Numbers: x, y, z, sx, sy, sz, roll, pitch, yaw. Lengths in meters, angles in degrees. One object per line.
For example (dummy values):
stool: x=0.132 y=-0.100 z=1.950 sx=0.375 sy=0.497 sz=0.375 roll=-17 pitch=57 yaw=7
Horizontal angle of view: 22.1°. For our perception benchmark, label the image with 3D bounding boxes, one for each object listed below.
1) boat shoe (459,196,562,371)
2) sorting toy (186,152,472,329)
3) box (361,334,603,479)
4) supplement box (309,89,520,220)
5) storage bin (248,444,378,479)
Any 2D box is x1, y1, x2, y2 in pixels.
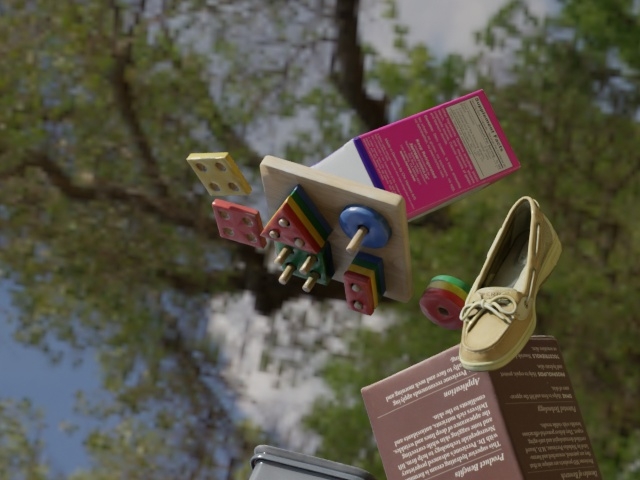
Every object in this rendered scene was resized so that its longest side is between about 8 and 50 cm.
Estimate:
boat shoe: x=0.136 y=0.033 z=1.213 sx=0.153 sy=0.056 sz=0.048 roll=-57 pitch=-48 yaw=-37
sorting toy: x=0.000 y=0.000 z=1.416 sx=0.046 sy=0.275 sz=0.132 roll=-57 pitch=-26 yaw=-33
box: x=0.178 y=0.224 z=1.767 sx=0.167 sy=0.168 sz=0.203 roll=5 pitch=-117 yaw=-51
supplement box: x=0.113 y=-0.086 z=1.957 sx=0.220 sy=0.111 sz=0.114 roll=-21 pitch=-95 yaw=-36
storage bin: x=-0.018 y=0.268 z=1.553 sx=0.091 sy=0.135 sz=0.098 roll=-57 pitch=-31 yaw=-38
